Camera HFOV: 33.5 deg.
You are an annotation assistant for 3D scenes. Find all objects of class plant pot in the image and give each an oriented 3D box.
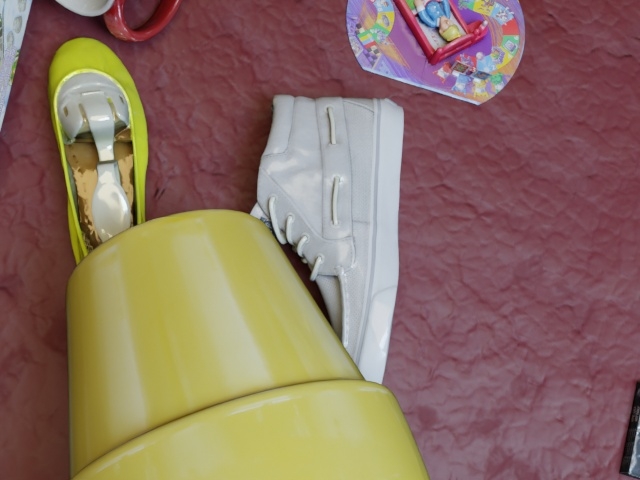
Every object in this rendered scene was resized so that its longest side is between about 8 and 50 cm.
[{"bbox_3d":[-0.078,0.119,0.766,0.254,0.254,0.239,-16,67,-12],"label":"plant pot"}]

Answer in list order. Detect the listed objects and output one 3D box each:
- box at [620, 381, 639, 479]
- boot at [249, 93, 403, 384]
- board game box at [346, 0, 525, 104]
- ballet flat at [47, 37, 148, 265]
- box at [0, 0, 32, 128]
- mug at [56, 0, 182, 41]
[{"bbox_3d":[0.301,0.170,0.923,0.067,0.018,0.083,18,76,-6],"label":"box"},{"bbox_3d":[0.000,0.000,0.880,0.123,0.095,0.258,5,69,-2],"label":"boot"},{"bbox_3d":[0.110,-0.203,0.962,0.168,0.033,0.133,17,76,-6],"label":"board game box"},{"bbox_3d":[-0.176,-0.067,0.862,0.077,0.077,0.231,-8,80,-10],"label":"ballet flat"},{"bbox_3d":[-0.325,-0.211,0.825,0.201,0.057,0.293,23,71,-43],"label":"box"},{"bbox_3d":[-0.156,-0.264,0.892,0.113,0.150,0.169,34,55,14],"label":"mug"}]
